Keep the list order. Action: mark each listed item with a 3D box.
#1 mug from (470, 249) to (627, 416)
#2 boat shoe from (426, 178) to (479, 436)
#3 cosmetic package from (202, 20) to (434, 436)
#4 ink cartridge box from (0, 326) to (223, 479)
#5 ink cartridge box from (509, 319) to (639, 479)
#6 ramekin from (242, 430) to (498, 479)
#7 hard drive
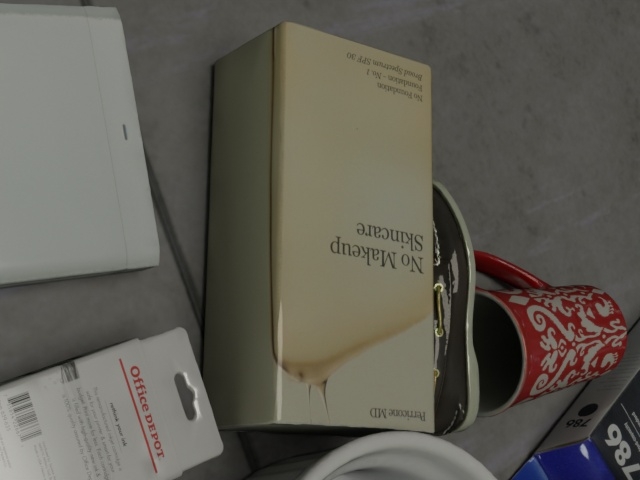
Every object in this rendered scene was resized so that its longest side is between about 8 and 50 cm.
[{"bbox_3d":[0.196,0.076,1.026,0.169,0.113,0.150,-4,84,-40],"label":"mug"},{"bbox_3d":[0.087,0.057,0.965,0.069,0.081,0.227,-3,84,-41],"label":"boat shoe"},{"bbox_3d":[0.000,0.000,0.895,0.160,0.113,0.309,9,74,-35],"label":"cosmetic package"},{"bbox_3d":[-0.167,0.135,0.772,0.180,0.060,0.104,-17,90,-37],"label":"ink cartridge box"},{"bbox_3d":[0.333,0.205,1.128,0.333,0.065,0.165,-41,105,-34],"label":"ink cartridge box"},{"bbox_3d":[0.026,0.286,0.836,0.277,0.135,0.277,9,74,-35],"label":"ramekin"},{"bbox_3d":[-0.267,-0.064,0.756,0.307,0.040,0.203,-7,84,-38],"label":"hard drive"}]
